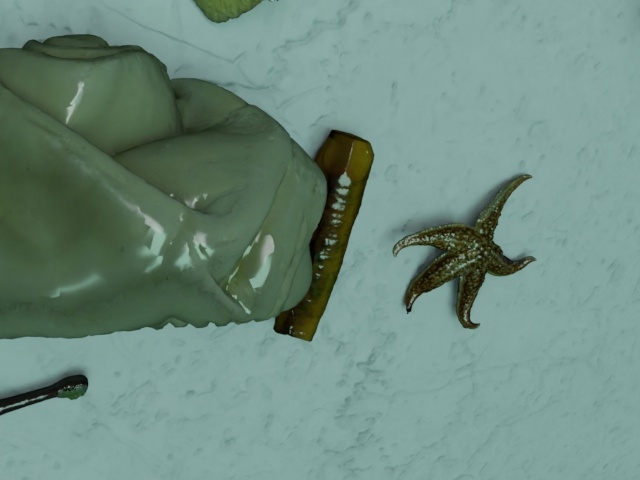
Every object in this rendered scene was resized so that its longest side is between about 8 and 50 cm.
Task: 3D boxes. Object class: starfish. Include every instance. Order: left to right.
[{"bbox_3d":[0.197,0.010,0.886,0.213,0.057,0.238,26,102,-34],"label":"starfish"}]

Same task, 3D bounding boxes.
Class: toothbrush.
[{"bbox_3d":[-0.440,0.211,0.754,0.364,0.041,0.040,-15,116,-13],"label":"toothbrush"}]

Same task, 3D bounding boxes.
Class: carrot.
[{"bbox_3d":[0.000,0.000,0.807,0.070,0.070,0.260,8,112,-22],"label":"carrot"}]

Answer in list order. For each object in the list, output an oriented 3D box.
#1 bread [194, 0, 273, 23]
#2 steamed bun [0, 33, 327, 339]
[{"bbox_3d":[-0.089,-0.300,0.650,0.152,0.127,0.147,-20,125,27],"label":"bread"},{"bbox_3d":[-0.186,-0.045,0.595,0.368,0.342,0.254,-3,88,-12],"label":"steamed bun"}]
